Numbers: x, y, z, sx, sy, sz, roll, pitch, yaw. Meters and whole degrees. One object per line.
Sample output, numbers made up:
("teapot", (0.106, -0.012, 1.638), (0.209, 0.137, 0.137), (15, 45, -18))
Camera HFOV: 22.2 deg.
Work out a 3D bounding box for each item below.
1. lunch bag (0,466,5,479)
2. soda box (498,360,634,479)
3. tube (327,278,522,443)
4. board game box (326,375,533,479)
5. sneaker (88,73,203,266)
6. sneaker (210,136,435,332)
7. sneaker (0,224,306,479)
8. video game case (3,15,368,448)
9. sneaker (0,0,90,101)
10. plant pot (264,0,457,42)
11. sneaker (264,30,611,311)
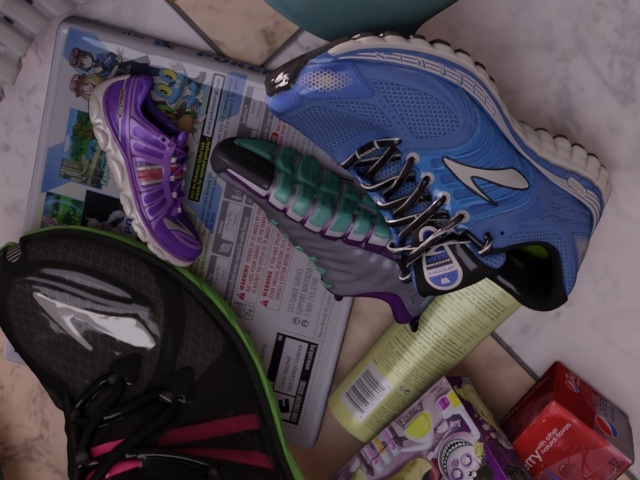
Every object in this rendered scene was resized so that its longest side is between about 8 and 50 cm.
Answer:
("lunch bag", (-0.439, 0.250, 1.489), (0.256, 0.212, 0.305), (-6, 107, 31))
("soda box", (0.157, 0.235, 1.432), (0.092, 0.083, 0.263), (38, 112, -5))
("tube", (0.104, 0.074, 1.402), (0.070, 0.062, 0.240), (23, 115, -43))
("board game box", (0.052, 0.301, 1.404), (0.347, 0.056, 0.208), (-45, 65, 25))
("sneaker", (-0.134, -0.058, 1.354), (0.071, 0.068, 0.170), (-19, 105, 12))
("sneaker", (0.000, 0.000, 1.341), (0.223, 0.083, 0.098), (27, 118, -1))
("sneaker", (-0.126, 0.189, 1.340), (0.185, 0.202, 0.483), (-39, 80, 23))
("video game case", (-0.111, -0.002, 1.425), (0.300, 0.036, 0.329), (16, 113, 5))
("sneaker", (-0.254, -0.218, 1.345), (0.236, 0.104, 0.095), (-45, 140, 6))
("plant pot", (0.058, -0.286, 1.177), (0.271, 0.271, 0.255), (38, 127, -4))
("sneaker", (0.094, -0.042, 1.233), (0.330, 0.147, 0.130), (28, 151, -31))
